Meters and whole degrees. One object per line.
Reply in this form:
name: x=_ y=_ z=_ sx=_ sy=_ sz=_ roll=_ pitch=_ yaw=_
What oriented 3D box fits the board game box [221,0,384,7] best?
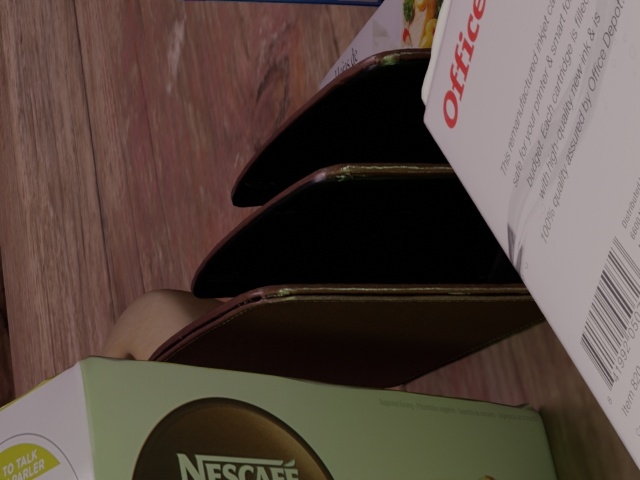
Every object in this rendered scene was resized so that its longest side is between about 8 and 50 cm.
board game box: x=-0.025 y=-0.278 z=1.097 sx=0.047 sy=0.160 sz=0.210 roll=-138 pitch=51 yaw=-64

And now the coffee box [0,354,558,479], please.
coffee box: x=-0.069 y=0.285 z=0.853 sx=0.338 sy=0.337 sz=0.334 roll=-32 pitch=58 yaw=40

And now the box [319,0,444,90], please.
box: x=0.074 y=-0.126 z=0.943 sx=0.324 sy=0.067 sz=0.063 roll=136 pitch=128 yaw=-70

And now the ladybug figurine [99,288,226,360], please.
ladybug figurine: x=-0.102 y=0.201 z=1.331 sx=0.449 sy=0.161 sz=0.305 roll=141 pitch=124 yaw=-64

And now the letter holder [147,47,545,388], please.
letter holder: x=0.000 y=0.000 z=0.966 sx=0.302 sy=0.214 sz=0.152 roll=142 pitch=124 yaw=-66

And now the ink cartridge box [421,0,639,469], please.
ink cartridge box: x=0.161 y=-0.051 z=0.633 sx=0.283 sy=0.117 sz=0.207 roll=-117 pitch=28 yaw=-43
